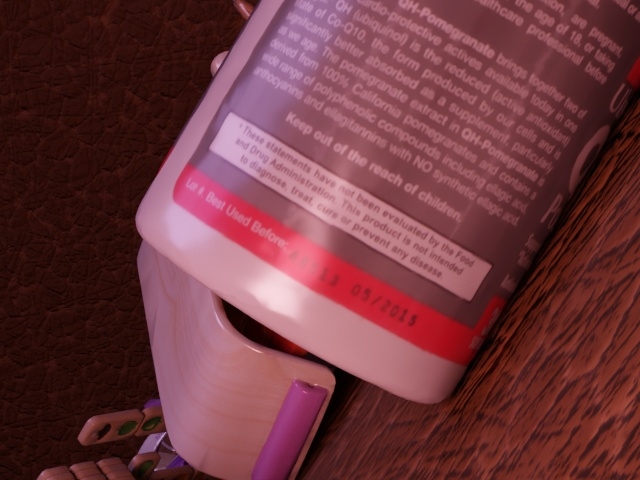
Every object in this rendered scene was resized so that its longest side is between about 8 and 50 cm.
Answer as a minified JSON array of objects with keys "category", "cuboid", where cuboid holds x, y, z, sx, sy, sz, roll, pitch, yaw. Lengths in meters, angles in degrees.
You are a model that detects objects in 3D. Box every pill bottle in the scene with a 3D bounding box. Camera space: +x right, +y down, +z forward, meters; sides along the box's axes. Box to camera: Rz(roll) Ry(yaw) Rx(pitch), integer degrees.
[{"category":"pill bottle","cuboid":[0.064,-0.098,0.811,0.318,0.176,0.176,-59,4,3]}]

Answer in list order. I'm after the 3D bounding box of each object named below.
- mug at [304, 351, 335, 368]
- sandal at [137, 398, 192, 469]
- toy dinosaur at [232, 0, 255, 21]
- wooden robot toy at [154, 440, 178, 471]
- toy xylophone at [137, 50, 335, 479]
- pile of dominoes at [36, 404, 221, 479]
[{"category":"mug","cuboid":[-0.015,0.073,1.302,0.078,0.064,0.062,144,131,-62]},{"category":"sandal","cuboid":[-0.143,0.209,1.725,0.416,0.102,0.169,-56,5,42]},{"category":"toy dinosaur","cuboid":[0.020,-0.090,1.155,0.127,0.200,0.295,-61,3,-21]},{"category":"wooden robot toy","cuboid":[-0.163,0.271,1.995,0.079,0.076,0.173,0,51,43]},{"category":"toy xylophone","cuboid":[-0.061,0.017,1.234,0.322,0.081,0.236,-101,28,-44]},{"category":"pile of dominoes","cuboid":[-0.151,0.222,1.492,0.251,0.040,0.196,-3,-47,-48]}]
